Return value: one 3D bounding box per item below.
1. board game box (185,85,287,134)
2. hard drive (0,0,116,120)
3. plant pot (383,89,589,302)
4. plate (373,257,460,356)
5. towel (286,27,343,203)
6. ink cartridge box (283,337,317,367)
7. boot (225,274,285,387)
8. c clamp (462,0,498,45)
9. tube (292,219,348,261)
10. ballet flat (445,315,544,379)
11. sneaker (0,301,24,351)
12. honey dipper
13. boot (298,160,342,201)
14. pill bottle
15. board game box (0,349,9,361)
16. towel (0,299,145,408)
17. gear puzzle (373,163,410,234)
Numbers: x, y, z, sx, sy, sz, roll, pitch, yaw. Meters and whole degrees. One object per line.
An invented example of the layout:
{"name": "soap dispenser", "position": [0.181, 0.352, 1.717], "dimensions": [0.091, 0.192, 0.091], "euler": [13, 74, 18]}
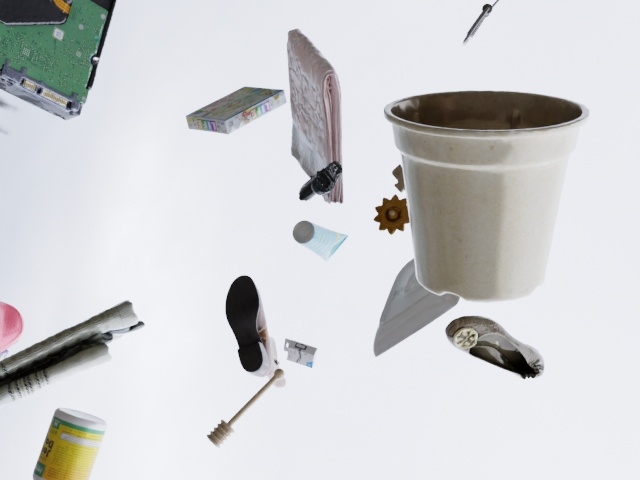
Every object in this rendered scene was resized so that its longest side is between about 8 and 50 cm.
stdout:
{"name": "board game box", "position": [-0.149, -0.234, 1.849], "dimensions": [0.103, 0.154, 0.026], "euler": [13, -55, 40]}
{"name": "hard drive", "position": [-0.438, -0.386, 1.615], "dimensions": [0.064, 0.237, 0.339], "euler": [-12, -119, 47]}
{"name": "plant pot", "position": [0.274, -0.073, 1.746], "dimensions": [0.334, 0.333, 0.305], "euler": [-142, -133, -62]}
{"name": "plate", "position": [0.222, 0.093, 2.237], "dimensions": [0.278, 0.045, 0.277], "euler": [-39, -162, 42]}
{"name": "towel", "position": [-0.017, -0.283, 2.330], "dimensions": [0.332, 0.053, 0.317], "euler": [-121, -154, -59]}
{"name": "ink cartridge box", "position": [-0.052, 0.271, 2.499], "dimensions": [0.028, 0.083, 0.048], "euler": [-63, 166, -47]}
{"name": "boot", "position": [-0.152, 0.241, 2.726], "dimensions": [0.096, 0.280, 0.264], "euler": [-21, -107, 8]}
{"name": "c clamp", "position": [0.342, -0.474, 2.217], "dimensions": [0.137, 0.022, 0.161], "euler": [-53, 179, 16]}
{"name": "tube", "position": [0.000, 0.000, 2.334], "dimensions": [0.080, 0.207, 0.052], "euler": [-45, -112, 9]}
{"name": "ballet flat", "position": [0.335, 0.209, 1.955], "dimensions": [0.084, 0.250, 0.058], "euler": [-43, -144, 26]}
{"name": "sneaker", "position": [-0.615, 0.143, 1.789], "dimensions": [0.136, 0.314, 0.116], "euler": [-22, -106, 29]}
{"name": "honey dipper", "position": [-0.118, 0.265, 1.666], "dimensions": [0.161, 0.030, 0.030], "euler": [-46, -154, -7]}
{"name": "boot", "position": [-0.010, -0.113, 2.175], "dimensions": [0.099, 0.045, 0.121], "euler": [-34, -168, 39]}
{"name": "pill bottle", "position": [-0.538, 0.468, 2.192], "dimensions": [0.117, 0.117, 0.208], "euler": [8, -102, 62]}
{"name": "board game box", "position": [-0.894, 0.172, 2.349], "dimensions": [0.056, 0.347, 0.208], "euler": [-52, 169, 11]}
{"name": "towel", "position": [-0.361, 0.169, 1.207], "dimensions": [0.056, 0.324, 0.312], "euler": [63, -17, 1]}
{"name": "gear puzzle", "position": [0.252, -0.129, 2.141], "dimensions": [0.339, 0.044, 0.175], "euler": [-43, -118, 2]}
